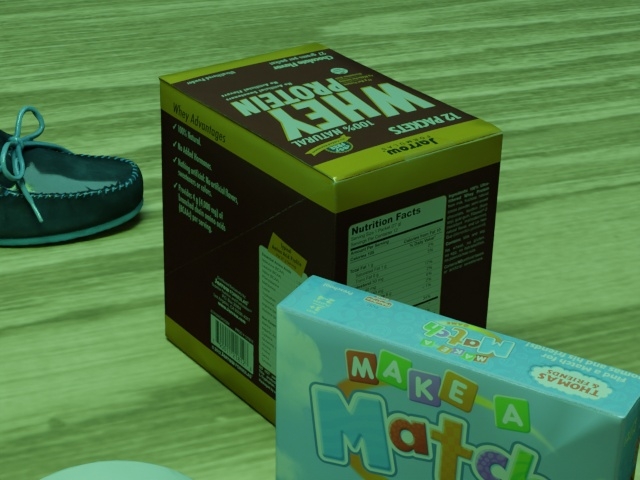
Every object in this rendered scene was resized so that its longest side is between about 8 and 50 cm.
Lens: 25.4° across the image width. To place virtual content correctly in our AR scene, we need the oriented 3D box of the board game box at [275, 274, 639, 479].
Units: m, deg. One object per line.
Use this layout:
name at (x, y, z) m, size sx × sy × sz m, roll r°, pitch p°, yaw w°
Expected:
board game box at (0.054, 0.134, 0.637) m, size 0.160 × 0.211 × 0.039 m, roll 16°, pitch 30°, yaw 27°

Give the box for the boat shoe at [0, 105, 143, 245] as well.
boat shoe at (-0.268, -0.049, 1.110) m, size 0.258 × 0.089 × 0.109 m, roll -4°, pitch 28°, yaw -11°

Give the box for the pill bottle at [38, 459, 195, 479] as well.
pill bottle at (-0.059, 0.220, 0.497) m, size 0.182 × 0.181 × 0.323 m, roll -5°, pitch 28°, yaw -12°

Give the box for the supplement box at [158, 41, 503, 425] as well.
supplement box at (0.000, 0.000, 0.913) m, size 0.129 × 0.194 × 0.191 m, roll -18°, pitch 33°, yaw -33°
